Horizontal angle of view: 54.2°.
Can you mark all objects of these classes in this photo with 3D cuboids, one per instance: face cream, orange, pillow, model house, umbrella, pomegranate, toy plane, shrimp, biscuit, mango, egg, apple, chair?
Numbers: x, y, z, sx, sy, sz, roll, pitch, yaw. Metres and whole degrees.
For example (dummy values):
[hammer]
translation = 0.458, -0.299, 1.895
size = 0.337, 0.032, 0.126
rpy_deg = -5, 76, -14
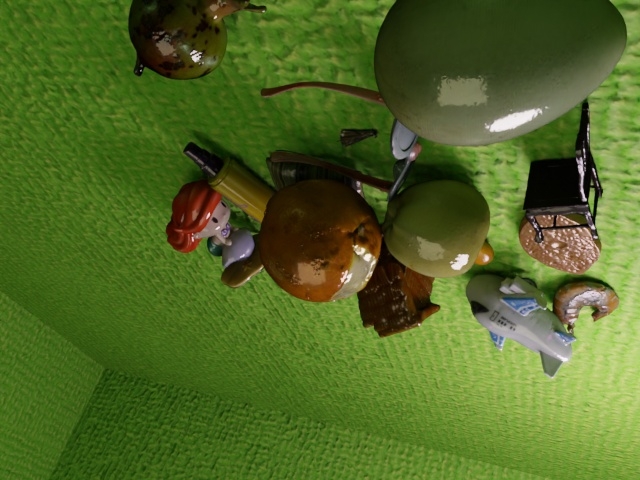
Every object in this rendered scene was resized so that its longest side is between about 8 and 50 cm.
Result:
[face cream]
translation = -0.176, -0.118, 1.340
size = 0.273, 0.078, 0.078
rpy_deg = 37, 147, -28
[orange]
translation = 0.000, 0.000, 1.192
size = 0.240, 0.240, 0.240
rpy_deg = 16, 151, 9
[pillow]
translation = -0.008, -0.117, 1.276
size = 0.203, 0.038, 0.113
rpy_deg = 10, 149, 18
[model house]
translation = 0.156, 0.105, 1.366
size = 0.199, 0.229, 0.219
rpy_deg = -17, 133, 40
[umbrella]
translation = 0.065, -0.188, 1.131
size = 0.083, 0.020, 0.031
rpy_deg = -4, 104, 37
[pomegranate]
translation = -0.190, -0.322, 0.933
size = 0.220, 0.156, 0.156
rpy_deg = -7, 141, 34
[toy plane]
translation = 0.432, 0.174, 1.369
size = 0.267, 0.122, 0.267
rpy_deg = 36, 154, 21
[shrimp]
translation = 0.568, 0.149, 1.350
size = 0.132, 0.052, 0.187
rpy_deg = 13, 148, 14
[biscuit]
translation = 0.452, -0.002, 1.189
size = 0.142, 0.029, 0.220
rpy_deg = -10, 140, 41
[mango]
translation = 0.318, 0.014, 1.291
size = 0.089, 0.046, 0.060
rpy_deg = 42, 145, -12
[egg]
translation = 0.211, -0.229, 0.765
size = 0.295, 0.218, 0.218
rpy_deg = -7, 143, 19
[apple]
translation = 0.214, -0.021, 1.146
size = 0.200, 0.200, 0.200
rpy_deg = 16, 151, 9
[chair]
translation = 0.378, -0.104, 0.986
size = 0.113, 0.106, 0.229
rpy_deg = -2, 143, 32

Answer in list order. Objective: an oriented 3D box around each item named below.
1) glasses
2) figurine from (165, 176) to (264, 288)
[glasses]
translation = 0.043, -0.191, 1.076
size = 0.268, 0.118, 0.234
rpy_deg = 23, 154, 15
[figurine]
translation = -0.259, -0.024, 1.467
size = 0.257, 0.181, 0.208
rpy_deg = 50, 169, -32
